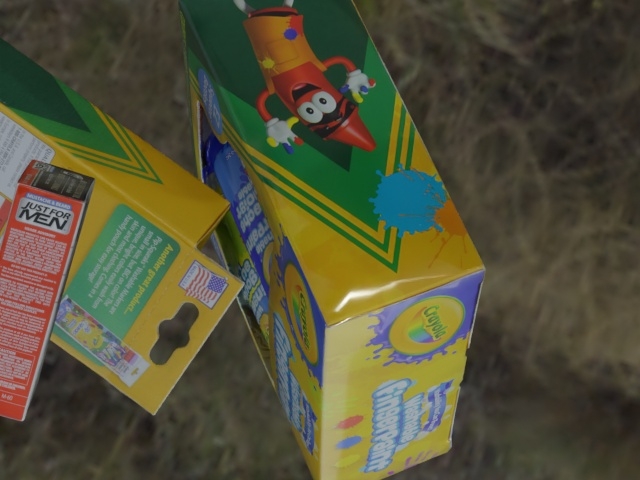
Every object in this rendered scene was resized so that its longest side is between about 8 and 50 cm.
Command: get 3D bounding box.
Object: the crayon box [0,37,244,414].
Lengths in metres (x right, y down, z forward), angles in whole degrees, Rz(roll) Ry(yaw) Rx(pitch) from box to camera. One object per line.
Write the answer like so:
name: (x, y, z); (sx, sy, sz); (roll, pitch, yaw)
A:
crayon box: (-0.225, -0.014, 1.729); (0.323, 0.083, 0.203); (36, 129, 0)

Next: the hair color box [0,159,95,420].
hair color box: (-0.211, 0.034, 1.384); (0.053, 0.093, 0.167); (17, 101, -5)

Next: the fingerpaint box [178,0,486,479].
fingerpaint box: (0.000, 0.000, 1.896); (0.163, 0.371, 0.445); (-20, 156, -10)
